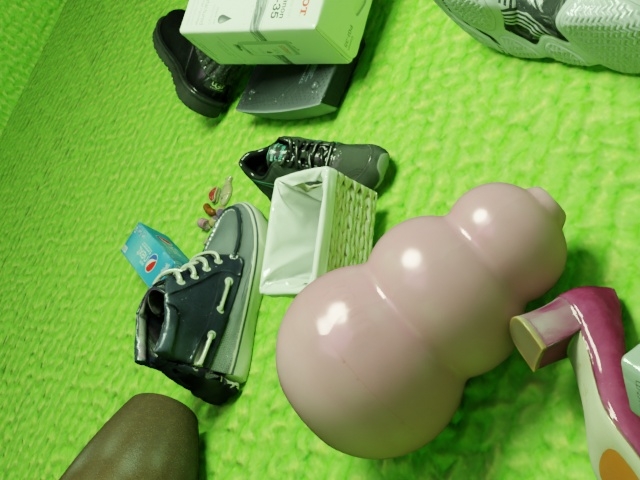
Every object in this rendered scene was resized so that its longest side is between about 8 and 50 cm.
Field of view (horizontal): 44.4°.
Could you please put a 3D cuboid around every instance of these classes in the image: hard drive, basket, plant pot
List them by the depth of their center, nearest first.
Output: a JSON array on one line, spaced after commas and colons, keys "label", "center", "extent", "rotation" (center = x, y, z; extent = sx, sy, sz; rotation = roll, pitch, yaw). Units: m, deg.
[{"label": "basket", "center": [0.000, 0.000, 1.044], "extent": [0.113, 0.103, 0.167], "rotation": [-7, 70, 48]}, {"label": "plant pot", "center": [-0.251, 0.332, 1.063], "extent": [0.215, 0.215, 0.231], "rotation": [-27, 31, 36]}, {"label": "hard drive", "center": [-0.035, -0.285, 1.353], "extent": [0.254, 0.054, 0.172], "rotation": [8, 71, 52]}]

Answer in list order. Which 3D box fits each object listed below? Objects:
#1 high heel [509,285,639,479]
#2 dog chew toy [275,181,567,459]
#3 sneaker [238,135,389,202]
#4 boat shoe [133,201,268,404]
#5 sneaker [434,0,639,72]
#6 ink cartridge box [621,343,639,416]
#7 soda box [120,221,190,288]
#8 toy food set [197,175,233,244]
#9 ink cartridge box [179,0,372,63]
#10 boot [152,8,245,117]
[{"label": "high heel", "center": [0.276, 0.144, 0.687], "extent": [0.117, 0.082, 0.244], "rotation": [-17, 49, -17]}, {"label": "dog chew toy", "center": [0.112, 0.070, 0.811], "extent": [0.332, 0.206, 0.207], "rotation": [-42, 38, 9]}, {"label": "sneaker", "center": [-0.016, -0.102, 1.158], "extent": [0.267, 0.106, 0.101], "rotation": [-6, 59, 46]}, {"label": "boat shoe", "center": [-0.176, 0.061, 1.181], "extent": [0.127, 0.158, 0.341], "rotation": [-27, 47, 36]}, {"label": "sneaker", "center": [0.298, -0.330, 0.930], "extent": [0.365, 0.137, 0.210], "rotation": [31, 89, 49]}, {"label": "ink cartridge box", "center": [0.379, 0.077, 0.492], "extent": [0.275, 0.060, 0.239], "rotation": [-32, 34, -14]}, {"label": "soda box", "center": [-0.283, 0.041, 1.396], "extent": [0.067, 0.071, 0.210], "rotation": [-57, 36, 3]}, {"label": "toy food set", "center": [-0.192, -0.056, 1.403], "extent": [0.078, 0.019, 0.122], "rotation": [-28, 46, 35]}, {"label": "ink cartridge box", "center": [-0.065, -0.403, 1.272], "extent": [0.282, 0.117, 0.207], "rotation": [8, 78, 34]}, {"label": "boot", "center": [-0.205, -0.436, 1.573], "extent": [0.260, 0.131, 0.348], "rotation": [-55, 44, 27]}]
